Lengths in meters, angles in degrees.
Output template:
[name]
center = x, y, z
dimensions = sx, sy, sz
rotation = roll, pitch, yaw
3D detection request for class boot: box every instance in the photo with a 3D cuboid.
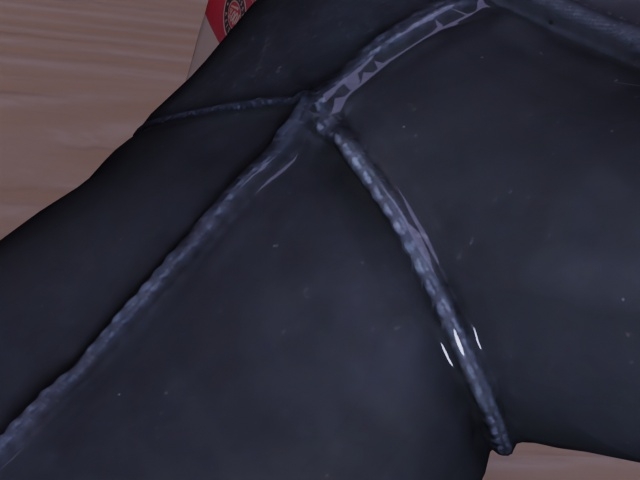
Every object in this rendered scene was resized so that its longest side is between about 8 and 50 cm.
[boot]
center = -0.013, 0.113, 0.538
dimensions = 0.445, 0.146, 0.367
rotation = -43, 45, -18

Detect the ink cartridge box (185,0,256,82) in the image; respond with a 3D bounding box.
[ink cartridge box]
center = 0.000, 0.000, 0.856
dimensions = 0.100, 0.237, 0.172
rotation = 3, 32, -25
